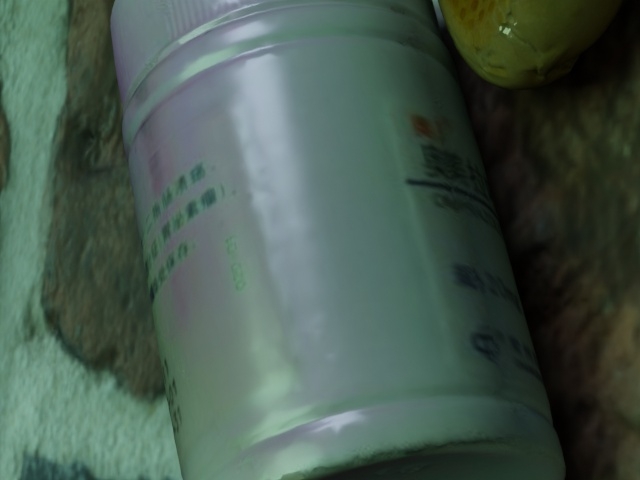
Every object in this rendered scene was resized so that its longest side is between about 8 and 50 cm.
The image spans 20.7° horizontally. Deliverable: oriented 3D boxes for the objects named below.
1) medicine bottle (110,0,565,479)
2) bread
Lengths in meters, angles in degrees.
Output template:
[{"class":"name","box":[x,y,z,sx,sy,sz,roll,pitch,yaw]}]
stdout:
[{"class":"medicine bottle","box":[0.000,0.000,0.741,0.152,0.152,0.254,-38,54,41]},{"class":"bread","box":[0.087,-0.153,0.730,0.114,0.077,0.189,134,134,-63]}]
